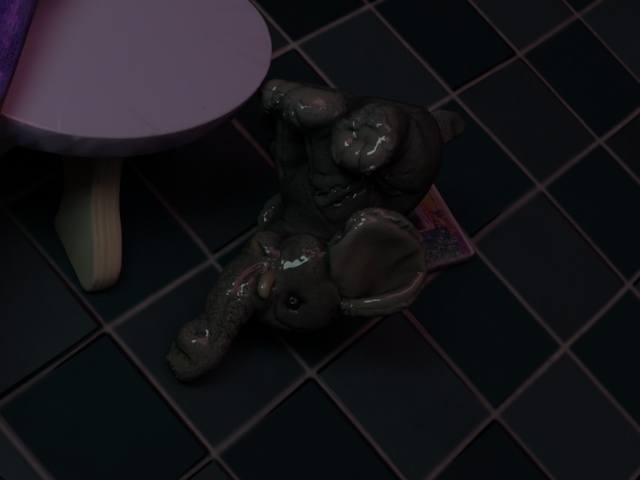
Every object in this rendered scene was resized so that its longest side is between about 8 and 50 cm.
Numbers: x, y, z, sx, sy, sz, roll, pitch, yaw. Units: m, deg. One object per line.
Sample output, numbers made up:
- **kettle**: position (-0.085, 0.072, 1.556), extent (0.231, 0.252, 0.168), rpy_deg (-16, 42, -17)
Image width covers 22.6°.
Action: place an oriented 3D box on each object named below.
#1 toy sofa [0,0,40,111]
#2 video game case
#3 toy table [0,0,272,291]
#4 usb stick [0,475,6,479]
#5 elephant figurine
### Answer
- **toy sofa**: position (-0.282, -0.141, 1.007), extent (0.177, 0.150, 0.362), rpy_deg (11, 61, 5)
- **video game case**: position (0.047, -0.035, 1.422), extent (0.143, 0.019, 0.157), rpy_deg (-14, 66, -40)
- **toy table**: position (-0.187, -0.106, 1.223), extent (0.274, 0.161, 0.252), rpy_deg (0, 59, -32)
- **usb stick**: position (-0.268, 0.131, 0.992), extent (0.278, 0.045, 0.077), rpy_deg (49, 29, -36)
- **elephant figurine**: position (0.000, 0.000, 1.271), extent (0.186, 0.239, 0.169), rpy_deg (12, 7, 5)
